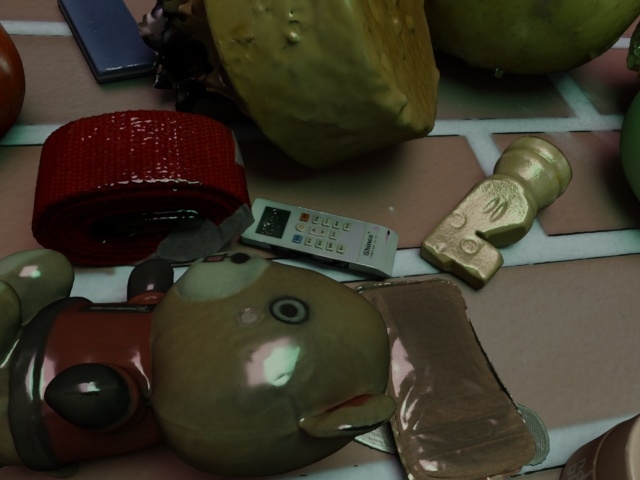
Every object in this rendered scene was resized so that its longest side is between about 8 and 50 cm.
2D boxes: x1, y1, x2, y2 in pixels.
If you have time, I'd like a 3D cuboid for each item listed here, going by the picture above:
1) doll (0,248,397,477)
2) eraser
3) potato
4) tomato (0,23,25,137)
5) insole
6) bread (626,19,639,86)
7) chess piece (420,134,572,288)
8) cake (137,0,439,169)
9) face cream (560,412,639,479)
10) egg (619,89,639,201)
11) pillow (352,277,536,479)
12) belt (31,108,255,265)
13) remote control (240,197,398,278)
[{"bbox_3d":[-0.112,0.096,0.405,0.330,0.235,0.174,-1,95,-3],"label":"doll"},{"bbox_3d":[-0.299,-0.293,0.754,0.082,0.036,0.225,-20,59,-25],"label":"eraser"},{"bbox_3d":[0.323,-0.415,0.817,0.319,0.386,0.442,45,57,-21],"label":"potato"},{"bbox_3d":[-0.425,-0.174,0.540,0.232,0.188,0.231,5,54,-7],"label":"tomato"},{"bbox_3d":[0.102,0.164,0.501,0.232,0.003,0.080,12,51,-2],"label":"insole"},{"bbox_3d":[0.606,-0.318,0.828,0.344,0.195,0.148,-8,57,-38],"label":"bread"},{"bbox_3d":[0.205,-0.031,0.637,0.090,0.090,0.200,39,66,18],"label":"chess piece"},{"bbox_3d":[-0.055,-0.232,0.637,0.321,0.332,0.332,-11,45,28],"label":"cake"},{"bbox_3d":[0.287,0.217,0.434,0.149,0.104,0.149,6,52,-8],"label":"face cream"},{"bbox_3d":[0.495,-0.109,0.657,0.221,0.220,0.269,-1,55,-13],"label":"egg"},{"bbox_3d":[0.109,0.123,0.513,0.136,0.034,0.211,-2,51,-19],"label":"pillow"},{"bbox_3d":[-0.172,-0.058,0.540,0.201,0.128,0.124,-5,55,-14],"label":"belt"},{"bbox_3d":[0.000,0.000,0.593,0.167,0.029,0.065,13,52,5],"label":"remote control"}]
